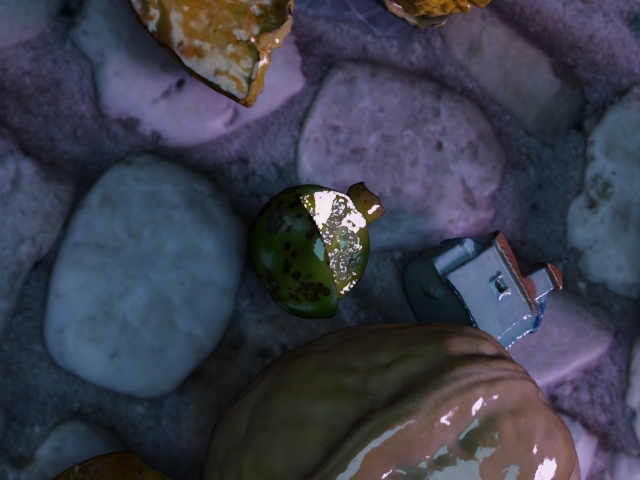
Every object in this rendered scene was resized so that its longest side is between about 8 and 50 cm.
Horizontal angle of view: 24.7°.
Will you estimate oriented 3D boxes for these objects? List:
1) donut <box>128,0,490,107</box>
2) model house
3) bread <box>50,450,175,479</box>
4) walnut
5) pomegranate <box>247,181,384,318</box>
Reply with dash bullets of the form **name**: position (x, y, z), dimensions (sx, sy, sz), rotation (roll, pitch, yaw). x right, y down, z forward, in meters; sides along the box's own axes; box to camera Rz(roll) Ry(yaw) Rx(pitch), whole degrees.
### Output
- **donut**: position (-0.021, -0.357, 1.555), dimensions (0.435, 0.163, 0.377), rotation (-19, 92, -11)
- **model house**: position (0.189, 0.055, 1.623), dimensions (0.149, 0.119, 0.148), rotation (-29, 94, -23)
- **bread**: position (-0.216, 0.336, 1.439), dimensions (0.146, 0.268, 0.268), rotation (26, 83, -25)
- **walnut**: position (0.073, 0.252, 1.476), dimensions (0.381, 0.381, 0.381), rotation (0, 88, -14)
- **pomegranate**: position (-0.012, 0.002, 1.569), dimensions (0.143, 0.122, 0.169), rotation (61, 38, -33)
